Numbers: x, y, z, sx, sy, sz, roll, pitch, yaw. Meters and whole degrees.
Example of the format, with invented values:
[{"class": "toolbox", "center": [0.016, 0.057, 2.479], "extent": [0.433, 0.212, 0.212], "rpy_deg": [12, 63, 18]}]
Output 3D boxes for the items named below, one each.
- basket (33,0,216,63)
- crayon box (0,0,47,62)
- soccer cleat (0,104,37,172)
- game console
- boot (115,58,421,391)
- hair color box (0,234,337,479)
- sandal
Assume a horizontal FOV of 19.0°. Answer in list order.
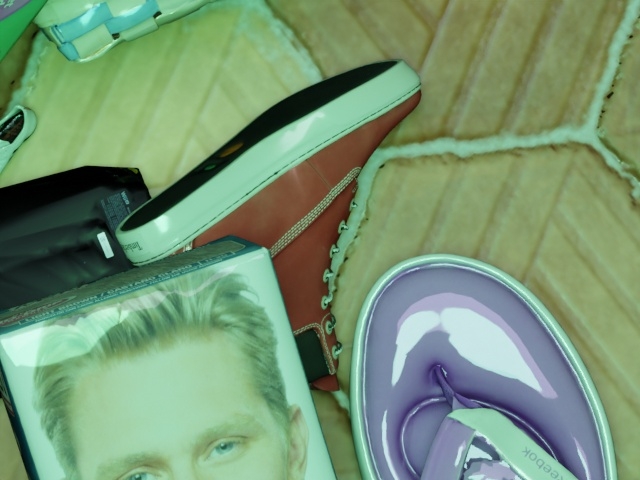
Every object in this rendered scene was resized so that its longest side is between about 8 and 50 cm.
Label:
[{"class": "basket", "center": [-0.153, -0.281, 1.269], "extent": [0.254, 0.201, 0.289], "rpy_deg": [-22, 110, -3]}, {"class": "crayon box", "center": [-0.344, -0.193, 1.216], "extent": [0.313, 0.106, 0.363], "rpy_deg": [53, 127, 10]}, {"class": "soccer cleat", "center": [-0.228, -0.060, 1.328], "extent": [0.029, 0.035, 0.083], "rpy_deg": [38, 82, 8]}, {"class": "game console", "center": [-0.164, 0.133, 1.285], "extent": [0.213, 0.044, 0.361], "rpy_deg": [-21, 79, -5]}, {"class": "boot", "center": [0.000, 0.000, 1.298], "extent": [0.244, 0.088, 0.176], "rpy_deg": [-38, 107, -23]}, {"class": "hair color box", "center": [-0.073, 0.188, 1.177], "extent": [0.174, 0.105, 0.347], "rpy_deg": [-19, 98, -13]}, {"class": "sandal", "center": [0.125, 0.206, 1.230], "extent": [0.169, 0.102, 0.416], "rpy_deg": [-12, 82, -3]}]
